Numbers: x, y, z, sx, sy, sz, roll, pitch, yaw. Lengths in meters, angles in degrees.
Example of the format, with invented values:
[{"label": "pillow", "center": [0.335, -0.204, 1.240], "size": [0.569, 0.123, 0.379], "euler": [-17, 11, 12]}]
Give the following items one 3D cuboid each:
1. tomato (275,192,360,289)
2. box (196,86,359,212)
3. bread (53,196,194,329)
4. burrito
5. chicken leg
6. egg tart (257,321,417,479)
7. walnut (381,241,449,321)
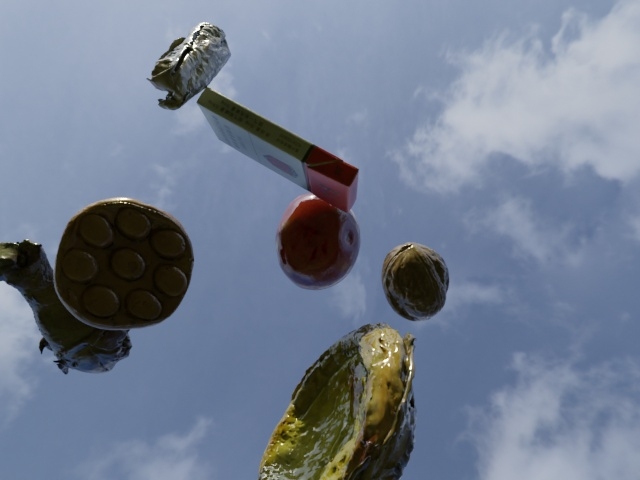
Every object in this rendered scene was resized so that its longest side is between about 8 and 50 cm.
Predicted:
[{"label": "tomato", "center": [0.000, 0.000, 1.062], "size": [0.136, 0.195, 0.195], "euler": [-6, -96, 32]}, {"label": "box", "center": [-0.057, -0.127, 0.788], "size": [0.245, 0.139, 0.035], "euler": [31, -99, 7]}, {"label": "bread", "center": [-0.152, 0.019, 0.429], "size": [0.110, 0.024, 0.110], "euler": [1, -92, -30]}, {"label": "burrito", "center": [-0.144, -0.204, 0.615], "size": [0.045, 0.188, 0.058], "euler": [-20, -59, 27]}, {"label": "chicken leg", "center": [-0.477, 0.137, 1.080], "size": [0.211, 0.361, 0.140], "euler": [-24, -136, -19]}, {"label": "egg tart", "center": [0.024, 0.214, 0.594], "size": [0.095, 0.279, 0.279], "euler": [34, -91, -10]}, {"label": "walnut", "center": [0.143, 0.063, 0.813], "size": [0.105, 0.105, 0.125], "euler": [-22, -73, 4]}]
